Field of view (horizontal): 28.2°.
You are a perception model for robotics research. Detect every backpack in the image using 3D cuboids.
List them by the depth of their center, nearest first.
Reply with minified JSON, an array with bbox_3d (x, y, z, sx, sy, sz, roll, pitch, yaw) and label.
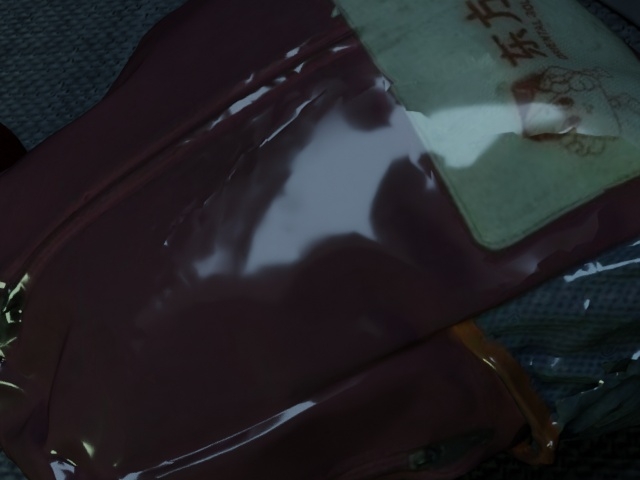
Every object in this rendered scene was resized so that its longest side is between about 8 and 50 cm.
[{"bbox_3d":[0.000,0.000,0.556,0.317,0.197,0.283,-31,50,0],"label":"backpack"}]

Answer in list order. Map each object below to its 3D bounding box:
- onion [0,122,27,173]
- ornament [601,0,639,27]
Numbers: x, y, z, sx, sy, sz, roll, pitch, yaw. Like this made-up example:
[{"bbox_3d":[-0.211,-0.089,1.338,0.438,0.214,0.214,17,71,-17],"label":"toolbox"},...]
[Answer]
[{"bbox_3d":[-0.216,-0.028,0.722,0.107,0.097,0.107,5,74,-16],"label":"onion"},{"bbox_3d":[0.224,-0.279,0.678,0.240,0.239,0.240,-34,49,-10],"label":"ornament"}]
